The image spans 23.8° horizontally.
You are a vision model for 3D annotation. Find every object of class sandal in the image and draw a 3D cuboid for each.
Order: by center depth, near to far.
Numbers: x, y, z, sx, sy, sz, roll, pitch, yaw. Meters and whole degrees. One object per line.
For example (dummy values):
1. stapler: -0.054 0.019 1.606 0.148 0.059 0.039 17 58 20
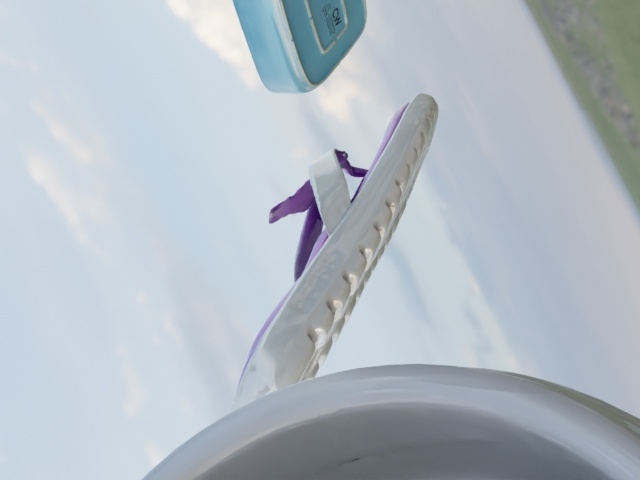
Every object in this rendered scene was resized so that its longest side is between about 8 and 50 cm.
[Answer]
1. sandal: 0.005 -0.011 1.286 0.102 0.169 0.416 25 -140 4

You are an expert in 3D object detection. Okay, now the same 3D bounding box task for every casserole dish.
1. casserole dish: -0.010 -0.183 1.124 0.037 0.114 0.188 27 157 26

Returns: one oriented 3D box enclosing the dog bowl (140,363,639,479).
1. dog bowl: 0.036 0.206 0.575 0.102 0.349 0.348 44 -158 -60
